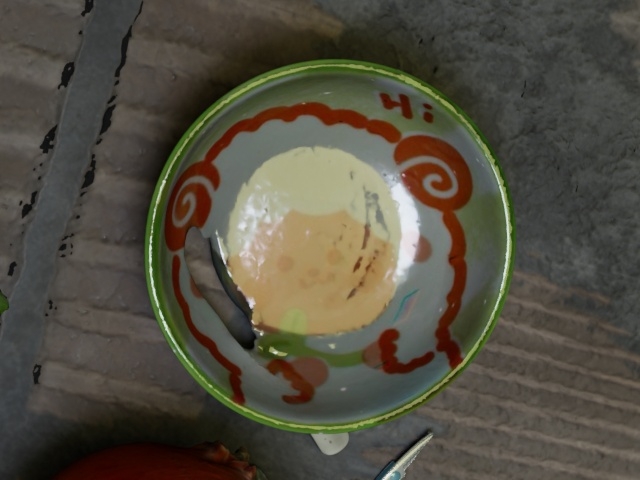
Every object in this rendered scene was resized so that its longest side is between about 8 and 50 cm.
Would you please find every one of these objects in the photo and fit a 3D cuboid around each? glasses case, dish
[{"bbox_3d":[-0.003,0.162,1.383,0.032,0.021,0.083,-34,106,-11],"label":"glasses case"},{"bbox_3d":[0.000,0.000,1.316,0.324,0.124,0.324,-2,98,-12],"label":"dish"}]

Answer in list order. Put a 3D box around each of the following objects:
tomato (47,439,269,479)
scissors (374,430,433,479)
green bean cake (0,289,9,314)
[{"bbox_3d":[-0.133,0.322,1.202,0.321,0.321,0.321,-2,97,-19],"label":"tomato"},{"bbox_3d":[0.066,0.227,1.419,0.119,0.014,0.058,-45,112,-6],"label":"scissors"},{"bbox_3d":[-0.368,0.000,1.115,0.156,0.250,0.247,-42,107,-9],"label":"green bean cake"}]
